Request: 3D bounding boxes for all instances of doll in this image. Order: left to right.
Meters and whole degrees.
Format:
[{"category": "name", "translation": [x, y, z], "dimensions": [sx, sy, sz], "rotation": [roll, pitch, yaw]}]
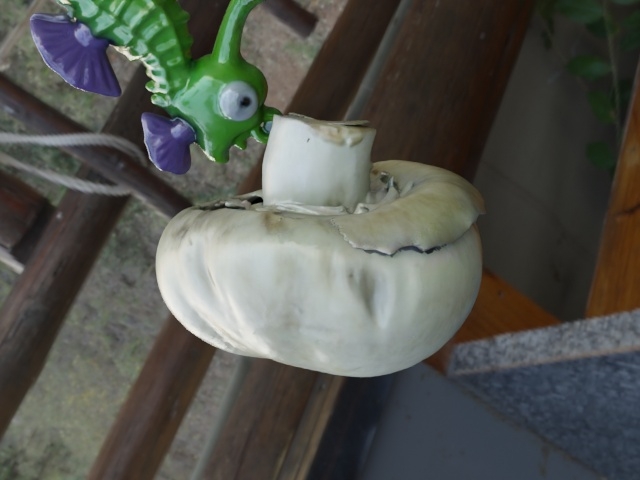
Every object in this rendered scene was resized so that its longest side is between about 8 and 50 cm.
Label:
[{"category": "doll", "translation": [-0.090, -0.117, 0.496], "dimensions": [0.190, 0.115, 0.050], "rotation": [43, -170, -23]}]

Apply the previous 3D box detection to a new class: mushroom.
[{"category": "mushroom", "translation": [0.000, 0.000, 0.423], "dimensions": [0.154, 0.154, 0.122], "rotation": [4, 108, 31]}]
